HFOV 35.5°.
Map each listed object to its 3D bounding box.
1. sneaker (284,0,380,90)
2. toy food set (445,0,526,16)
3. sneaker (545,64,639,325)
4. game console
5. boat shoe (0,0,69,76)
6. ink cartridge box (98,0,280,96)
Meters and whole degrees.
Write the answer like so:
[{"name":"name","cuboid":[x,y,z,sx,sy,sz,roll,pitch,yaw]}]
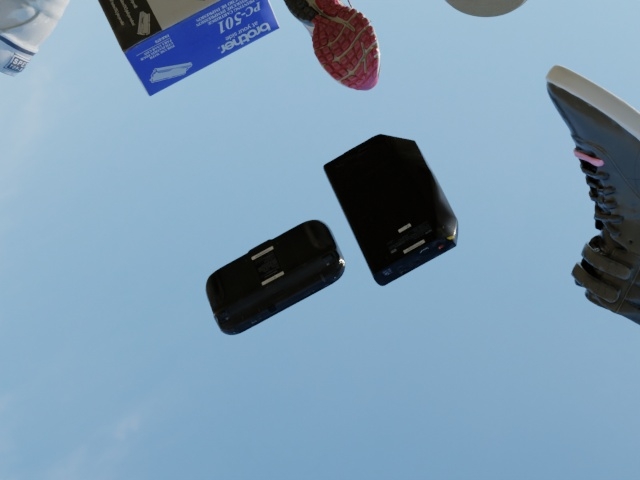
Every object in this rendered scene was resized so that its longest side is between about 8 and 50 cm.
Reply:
[{"name":"sneaker","cuboid":[0.040,-0.395,1.896,0.121,0.112,0.299,-35,-124,12]},{"name":"toy food set","cuboid":[0.140,-0.217,0.840,0.082,0.083,0.020,-28,-133,54]},{"name":"sneaker","cuboid":[0.278,-0.023,0.939,0.147,0.296,0.104,-44,-161,8]},{"name":"game console","cuboid":[0.000,0.000,1.376,0.361,0.044,0.213,-28,-129,7]},{"name":"boat shoe","cuboid":[-0.387,-0.333,0.944,0.156,0.367,0.136,-48,-174,7]},{"name":"ink cartridge box","cuboid":[-0.113,-0.196,0.677,0.097,0.046,0.207,-28,-126,-2]}]
